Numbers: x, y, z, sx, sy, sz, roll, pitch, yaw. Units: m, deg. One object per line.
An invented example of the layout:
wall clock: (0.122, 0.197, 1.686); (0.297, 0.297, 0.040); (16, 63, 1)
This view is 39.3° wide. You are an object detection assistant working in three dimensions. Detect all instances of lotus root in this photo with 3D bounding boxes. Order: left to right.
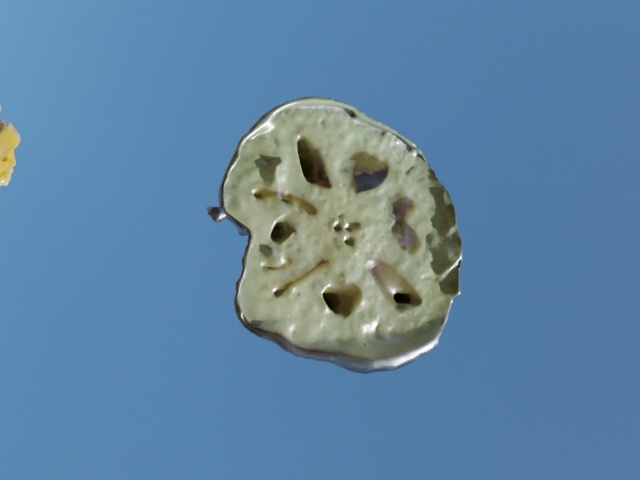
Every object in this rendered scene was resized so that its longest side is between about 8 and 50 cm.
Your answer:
lotus root: (0.004, 0.002, 0.657); (0.078, 0.203, 0.183); (-14, -128, 60)

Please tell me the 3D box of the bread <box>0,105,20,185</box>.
bread: (-0.366, -0.117, 0.843); (0.119, 0.177, 0.084); (-31, -158, -11)
